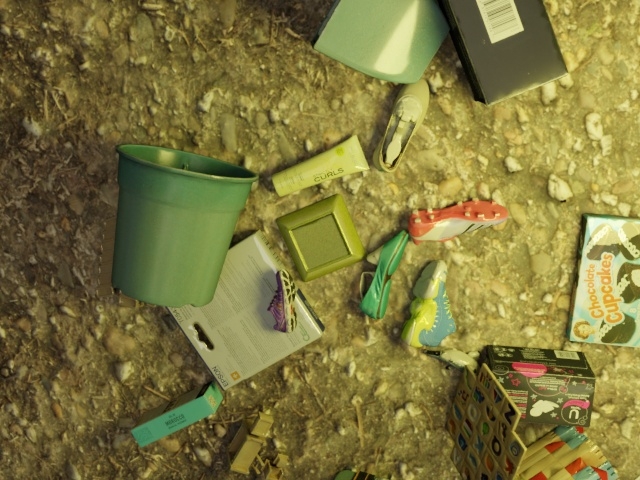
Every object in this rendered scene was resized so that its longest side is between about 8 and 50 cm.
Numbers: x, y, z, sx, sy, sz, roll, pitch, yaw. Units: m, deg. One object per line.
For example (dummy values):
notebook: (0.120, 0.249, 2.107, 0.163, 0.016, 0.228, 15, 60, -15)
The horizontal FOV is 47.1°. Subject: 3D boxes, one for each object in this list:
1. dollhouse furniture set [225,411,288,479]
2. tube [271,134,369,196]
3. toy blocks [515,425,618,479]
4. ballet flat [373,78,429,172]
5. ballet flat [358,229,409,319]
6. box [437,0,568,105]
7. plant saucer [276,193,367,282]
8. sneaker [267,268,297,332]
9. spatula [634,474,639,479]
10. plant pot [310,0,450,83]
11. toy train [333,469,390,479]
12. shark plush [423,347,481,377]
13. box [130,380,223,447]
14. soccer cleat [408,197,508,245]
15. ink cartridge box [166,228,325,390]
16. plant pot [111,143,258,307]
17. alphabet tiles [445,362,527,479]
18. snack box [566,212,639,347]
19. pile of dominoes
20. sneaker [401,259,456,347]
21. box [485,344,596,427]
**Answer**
dollhouse furniture set: (-0.148, 0.554, 2.037, 0.161, 0.101, 0.182, 24, 105, -24)
tube: (-0.005, -0.182, 1.857, 0.240, 0.062, 0.070, -20, 140, 6)
toy blocks: (0.597, 0.587, 1.809, 0.261, 0.381, 0.191, -35, 95, 1)
ballet flat: (0.201, -0.278, 1.796, 0.086, 0.086, 0.248, 22, 104, 2)
ballet flat: (0.151, 0.081, 1.884, 0.087, 0.083, 0.247, 20, 103, 17)
box: (0.375, -0.489, 1.608, 0.179, 0.312, 0.343, -21, 100, 10)
plant saucer: (0.000, 0.000, 1.901, 0.188, 0.045, 0.188, -22, 99, 12)
sneaker: (-0.103, 0.157, 1.866, 0.071, 0.068, 0.170, 2, 104, 15)
spatula: (0.839, 0.739, 1.974, 0.168, 0.019, 0.242, 43, 103, 2)
plant pot: (0.147, -0.488, 1.683, 0.252, 0.248, 0.247, 30, 104, -11)
toy train: (0.109, 0.793, 2.023, 0.190, 0.142, 0.334, 12, 106, 17)
shark plush: (0.348, 0.325, 1.926, 0.161, 0.073, 0.067, 11, 134, 0)
box: (-0.396, 0.479, 2.029, 0.244, 0.100, 0.060, -27, 99, 12)
soccer cleat: (0.344, -0.043, 1.841, 0.248, 0.083, 0.095, -7, 131, 4)
ink cartridge box: (-0.210, 0.189, 1.958, 0.330, 0.071, 0.324, -31, 97, 16)
plant pot: (-0.352, -0.033, 1.776, 0.341, 0.341, 0.334, 15, 101, 4)
alphabet tiles: (0.403, 0.489, 1.821, 0.011, 0.285, 0.342, -4, 124, -21)
snack box: (0.730, 0.100, 1.822, 0.187, 0.060, 0.322, 5, 103, 7)
pile of dominoes: (-0.508, 0.055, 1.982, 0.196, 0.040, 0.251, 12, 100, 19)
sneaker: (0.300, 0.170, 1.892, 0.126, 0.091, 0.240, 17, 104, -16)
box: (0.544, 0.365, 1.852, 0.247, 0.163, 0.142, 4, 106, 7)
